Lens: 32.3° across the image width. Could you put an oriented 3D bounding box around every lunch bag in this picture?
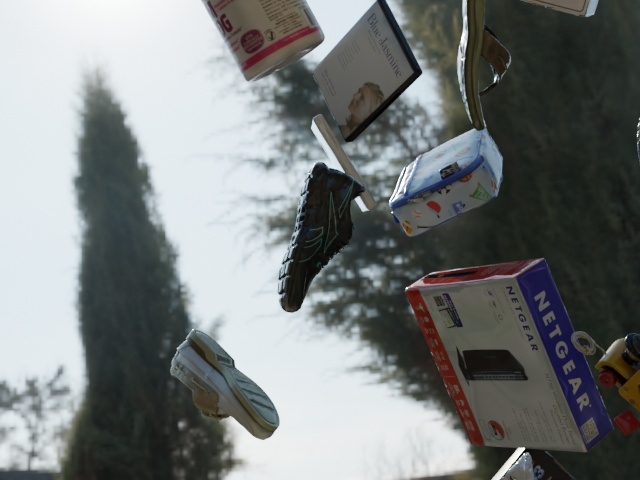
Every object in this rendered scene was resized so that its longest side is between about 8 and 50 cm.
[{"bbox_3d":[0.269,-0.128,2.410,0.243,0.115,0.303,-24,15,23],"label":"lunch bag"}]

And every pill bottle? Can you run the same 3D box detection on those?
[{"bbox_3d":[-0.126,-0.431,1.900,0.160,0.283,0.160,-29,3,2],"label":"pill bottle"}]

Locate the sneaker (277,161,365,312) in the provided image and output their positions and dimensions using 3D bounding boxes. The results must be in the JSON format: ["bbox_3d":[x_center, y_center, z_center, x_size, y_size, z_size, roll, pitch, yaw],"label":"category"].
[{"bbox_3d":[0.000,0.000,1.883,0.106,0.267,0.101,18,-11,-10],"label":"sneaker"}]

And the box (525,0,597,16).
[{"bbox_3d":[0.450,-0.568,2.006,0.169,0.290,0.087,19,19,20],"label":"box"}]

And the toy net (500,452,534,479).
[{"bbox_3d":[0.243,0.345,1.328,0.045,0.122,0.232,-6,-44,13],"label":"toy net"}]

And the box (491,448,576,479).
[{"bbox_3d":[0.400,0.572,2.027,0.295,0.293,0.073,-45,-5,-23],"label":"box"}]

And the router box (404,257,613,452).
[{"bbox_3d":[0.331,0.208,1.982,0.082,0.335,0.301,-29,9,-33],"label":"router box"}]

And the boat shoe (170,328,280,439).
[{"bbox_3d":[-0.190,0.302,2.167,0.103,0.302,0.113,-52,-43,5],"label":"boat shoe"}]

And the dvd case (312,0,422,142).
[{"bbox_3d":[0.089,-0.338,2.216,0.022,0.180,0.253,-10,-22,-41],"label":"dvd case"}]

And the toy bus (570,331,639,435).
[{"bbox_3d":[0.521,0.204,1.722,0.202,0.191,0.104,9,-41,-21],"label":"toy bus"}]

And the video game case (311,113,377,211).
[{"bbox_3d":[0.046,-0.153,2.239,0.023,0.212,0.193,-31,1,-1],"label":"video game case"}]

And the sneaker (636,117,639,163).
[{"bbox_3d":[0.527,-0.169,1.557,0.132,0.229,0.086,-8,-41,34],"label":"sneaker"}]

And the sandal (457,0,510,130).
[{"bbox_3d":[0.283,-0.328,1.879,0.086,0.303,0.120,0,26,0],"label":"sandal"}]
